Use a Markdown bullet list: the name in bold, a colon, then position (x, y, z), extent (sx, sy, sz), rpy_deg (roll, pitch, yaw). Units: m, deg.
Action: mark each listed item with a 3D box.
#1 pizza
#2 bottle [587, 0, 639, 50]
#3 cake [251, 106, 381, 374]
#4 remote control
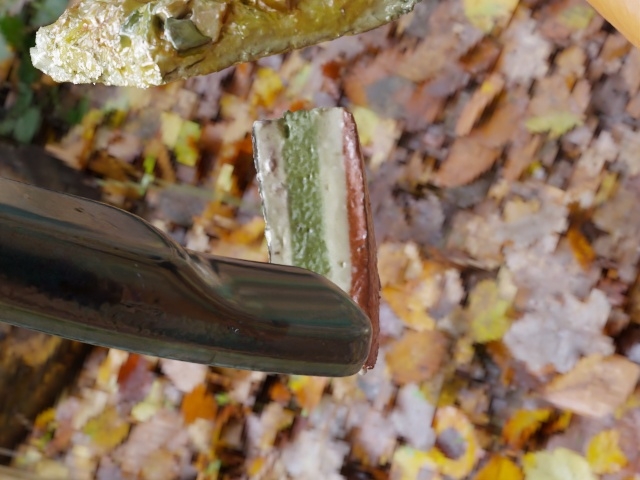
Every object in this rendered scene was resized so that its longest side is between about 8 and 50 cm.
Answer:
- **pizza**: position (-0.081, -0.145, 0.893), extent (0.197, 0.292, 0.058), rpy_deg (-46, -53, -64)
- **bottle**: position (0.125, -0.113, 0.506), extent (0.069, 0.069, 0.187), rpy_deg (-59, 41, 25)
- **cake**: position (0.001, 0.016, 1.057), extent (0.220, 0.086, 0.116), rpy_deg (81, -175, -47)
- **remote control**: position (-0.074, 0.013, 0.499), extent (0.072, 0.222, 0.042), rpy_deg (39, 108, 50)
